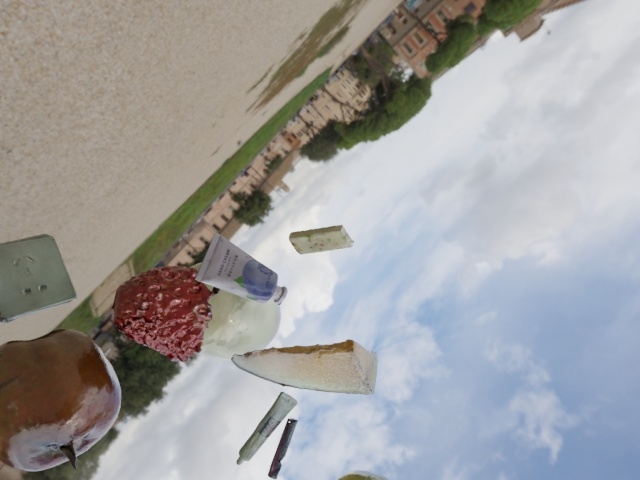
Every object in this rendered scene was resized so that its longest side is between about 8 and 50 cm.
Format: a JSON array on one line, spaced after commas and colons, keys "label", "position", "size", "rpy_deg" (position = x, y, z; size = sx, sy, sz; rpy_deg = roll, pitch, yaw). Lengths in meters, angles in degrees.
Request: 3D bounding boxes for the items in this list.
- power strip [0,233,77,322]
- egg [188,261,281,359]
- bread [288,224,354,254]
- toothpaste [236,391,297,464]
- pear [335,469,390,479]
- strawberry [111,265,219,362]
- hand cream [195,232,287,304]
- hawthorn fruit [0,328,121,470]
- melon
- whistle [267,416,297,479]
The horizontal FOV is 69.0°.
[{"label": "power strip", "position": [-0.795, 0.103, 1.256], "size": [0.198, 0.213, 0.064], "rpy_deg": [-18, 168, -46]}, {"label": "egg", "position": [-0.262, 0.207, 1.359], "size": [0.283, 0.345, 0.283], "rpy_deg": [-18, -120, 35]}, {"label": "bread", "position": [0.000, 0.000, 1.116], "size": [0.153, 0.068, 0.028], "rpy_deg": [-8, -134, 29]}, {"label": "toothpaste", "position": [-0.149, 0.502, 1.234], "size": [0.233, 0.060, 0.038], "rpy_deg": [-52, -159, 3]}, {"label": "pear", "position": [0.115, 0.753, 1.245], "size": [0.253, 0.253, 0.307], "rpy_deg": [-45, 151, 3]}, {"label": "strawberry", "position": [-0.355, 0.155, 1.021], "size": [0.234, 0.178, 0.234], "rpy_deg": [-12, -107, 44]}, {"label": "hand cream", "position": [-0.113, 0.055, 0.712], "size": [0.053, 0.142, 0.084], "rpy_deg": [-27, -142, 46]}, {"label": "hawthorn fruit", "position": [-0.555, 0.343, 0.978], "size": [0.267, 0.301, 0.268], "rpy_deg": [-36, 150, -25]}, {"label": "melon", "position": [-0.021, 0.163, 0.611], "size": [0.182, 0.098, 0.054], "rpy_deg": [-11, -127, 26]}, {"label": "whistle", "position": [-0.113, 0.623, 1.402], "size": [0.033, 0.033, 0.176], "rpy_deg": [-27, -146, 53]}]
